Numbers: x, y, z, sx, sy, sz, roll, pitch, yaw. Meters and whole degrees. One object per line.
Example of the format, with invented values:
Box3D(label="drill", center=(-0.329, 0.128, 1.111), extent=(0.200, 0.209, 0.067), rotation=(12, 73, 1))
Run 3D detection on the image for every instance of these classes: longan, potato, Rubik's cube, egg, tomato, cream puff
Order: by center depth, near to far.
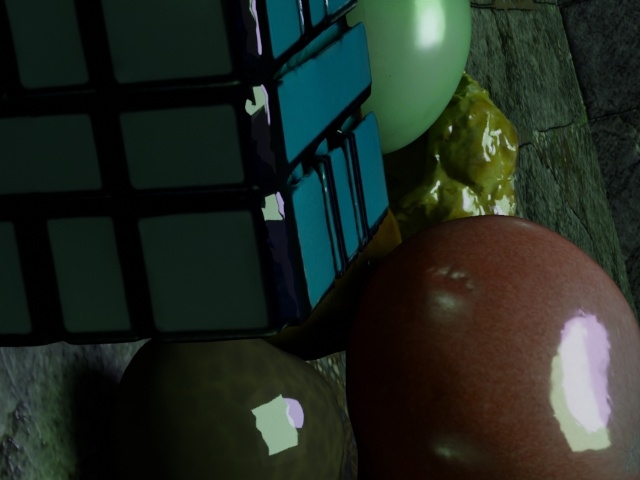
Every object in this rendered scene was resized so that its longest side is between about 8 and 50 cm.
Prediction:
Box3D(label="Rubik's cube", center=(-0.129, -0.100, 1.292), extent=(0.288, 0.294, 0.283), rotation=(-51, 133, -68))
Box3D(label="longan", center=(-0.077, 0.165, 1.462), extent=(0.212, 0.198, 0.198), rotation=(28, 50, -57))
Box3D(label="tomato", center=(0.184, 0.143, 1.708), extent=(0.341, 0.273, 0.341), rotation=(-10, 102, -60))
Box3D(label="potato", center=(-0.024, 0.012, 1.748), extent=(0.195, 0.176, 0.369), rotation=(-61, 159, 10))
Box3D(label="egg", center=(0.058, -0.228, 2.030), extent=(0.220, 0.220, 0.269), rotation=(14, 85, -68))
Box3D(label="cream puff", center=(0.123, -0.087, 2.166), extent=(0.282, 0.185, 0.281), rotation=(-179, -90, -79))
